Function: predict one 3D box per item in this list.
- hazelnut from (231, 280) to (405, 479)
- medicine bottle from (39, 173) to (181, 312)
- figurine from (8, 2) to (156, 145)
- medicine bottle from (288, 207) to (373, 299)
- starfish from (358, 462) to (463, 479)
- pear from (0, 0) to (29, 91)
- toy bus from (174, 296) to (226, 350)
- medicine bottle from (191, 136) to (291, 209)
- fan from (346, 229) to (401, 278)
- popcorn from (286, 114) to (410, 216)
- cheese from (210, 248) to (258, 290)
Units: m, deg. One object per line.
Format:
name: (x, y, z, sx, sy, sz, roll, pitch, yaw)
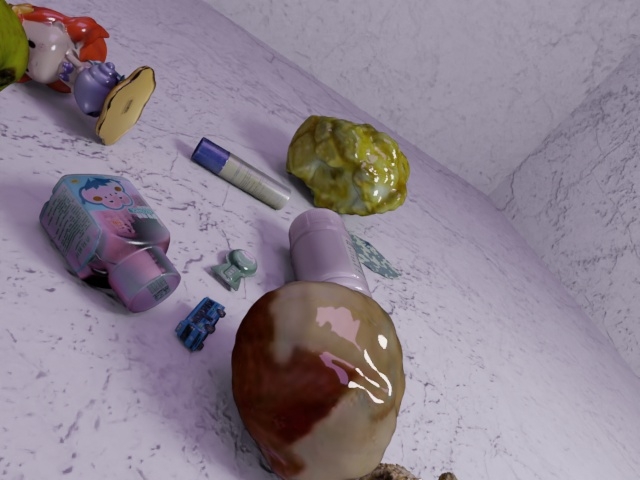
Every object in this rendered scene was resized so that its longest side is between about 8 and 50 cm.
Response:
hazelnut: (-0.005, 0.176, 0.696, 0.261, 0.241, 0.261, 21, 59, -40)
medicine bottle: (-0.276, 0.002, 0.710, 0.188, 0.094, 0.119, 48, 23, 17)
figurine: (-0.445, -0.314, 0.944, 0.257, 0.181, 0.208, 37, 63, -4)
medicine bottle: (0.012, 0.054, 1.011, 0.133, 0.133, 0.249, 27, 27, -29)
starfish: (0.173, 0.415, 0.658, 0.312, 0.113, 0.303, 19, 28, -24)
pear: (-0.522, -0.257, 0.627, 0.318, 0.238, 0.342, -3, 48, -47)
toy bus: (-0.169, 0.117, 0.742, 0.046, 0.038, 0.083, 35, 22, -3)
medicine bottle: (-0.175, -0.148, 1.175, 0.231, 0.059, 0.059, 31, 25, -23)
fan: (0.118, 0.032, 1.365, 0.240, 0.009, 0.131, 38, 24, -7)
popcorn: (0.084, -0.214, 1.405, 0.334, 0.293, 0.292, 37, 53, -4)
cheese: (-0.145, 0.045, 0.921, 0.067, 0.026, 0.120, 40, 24, 0)
